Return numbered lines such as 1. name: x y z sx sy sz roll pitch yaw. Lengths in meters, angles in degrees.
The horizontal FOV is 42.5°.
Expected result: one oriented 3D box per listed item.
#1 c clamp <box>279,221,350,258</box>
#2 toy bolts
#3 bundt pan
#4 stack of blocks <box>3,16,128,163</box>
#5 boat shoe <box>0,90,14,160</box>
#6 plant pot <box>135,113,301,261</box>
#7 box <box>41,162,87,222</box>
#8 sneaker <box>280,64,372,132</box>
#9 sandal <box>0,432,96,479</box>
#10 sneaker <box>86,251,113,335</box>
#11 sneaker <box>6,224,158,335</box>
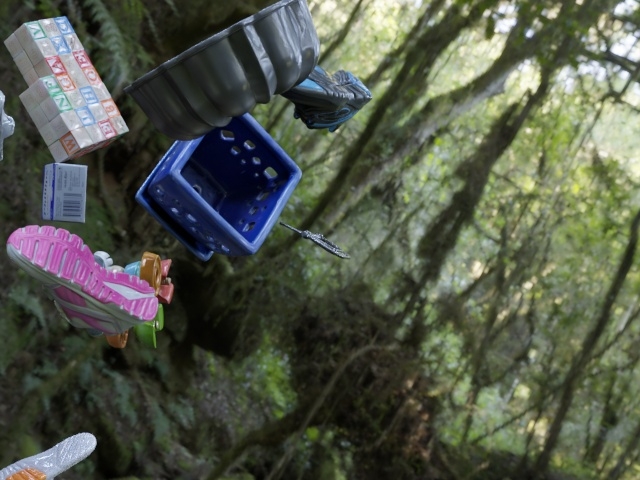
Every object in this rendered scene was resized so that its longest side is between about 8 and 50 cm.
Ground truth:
1. c clamp: 0.000 0.000 1.709 0.137 0.022 0.160 31 4 18
2. toy bolts: -0.425 0.102 1.817 0.158 0.218 0.228 3 27 1
3. bundt pan: -0.138 -0.265 1.316 0.124 0.330 0.330 61 -21 -13
4. stack of blocks: -0.582 -0.340 1.850 0.087 0.171 0.297 -24 -83 33
5. boat shoe: -0.648 -0.227 1.652 0.063 0.184 0.066 9 41 -26
6. plant pot: -0.216 -0.109 1.654 0.236 0.236 0.212 44 -35 -22
7. box: -0.566 -0.103 1.816 0.072 0.126 0.137 3 0 -28
8. sneaker: -0.006 -0.295 1.767 0.125 0.140 0.340 49 22 19
9. sandal: -0.632 0.543 1.904 0.102 0.265 0.076 53 -15 53
10. sneaker: -0.452 0.105 1.611 0.064 0.167 0.076 -2 -1 24
11. sneaker: -0.389 0.077 1.302 0.252 0.103 0.111 37 -59 -17
